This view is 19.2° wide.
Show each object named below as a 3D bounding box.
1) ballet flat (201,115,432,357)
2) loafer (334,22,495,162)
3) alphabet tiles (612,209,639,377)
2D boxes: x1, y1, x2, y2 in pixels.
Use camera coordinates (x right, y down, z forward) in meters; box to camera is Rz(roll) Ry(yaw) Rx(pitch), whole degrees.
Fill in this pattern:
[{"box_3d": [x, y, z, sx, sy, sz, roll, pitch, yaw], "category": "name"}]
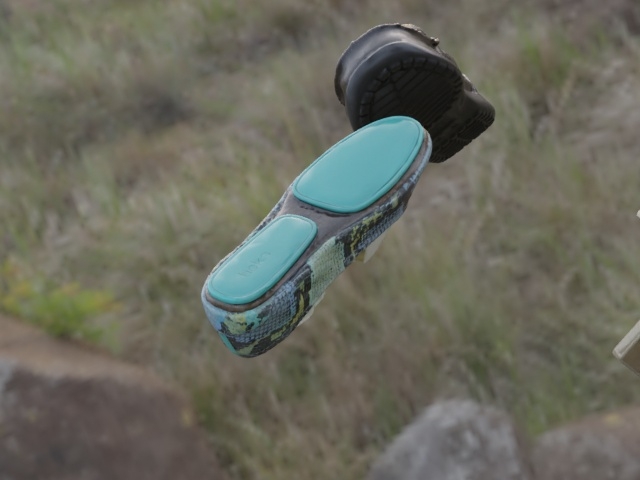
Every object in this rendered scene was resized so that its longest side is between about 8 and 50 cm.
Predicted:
[{"box_3d": [0.000, 0.000, 1.109, 0.070, 0.070, 0.188, 10, 43, 48], "category": "ballet flat"}, {"box_3d": [0.051, -0.105, 1.263, 0.080, 0.078, 0.220, -39, -16, 8], "category": "loafer"}, {"box_3d": [0.300, -0.004, 0.994, 0.285, 0.342, 0.011, -49, 46, 5], "category": "alphabet tiles"}]
